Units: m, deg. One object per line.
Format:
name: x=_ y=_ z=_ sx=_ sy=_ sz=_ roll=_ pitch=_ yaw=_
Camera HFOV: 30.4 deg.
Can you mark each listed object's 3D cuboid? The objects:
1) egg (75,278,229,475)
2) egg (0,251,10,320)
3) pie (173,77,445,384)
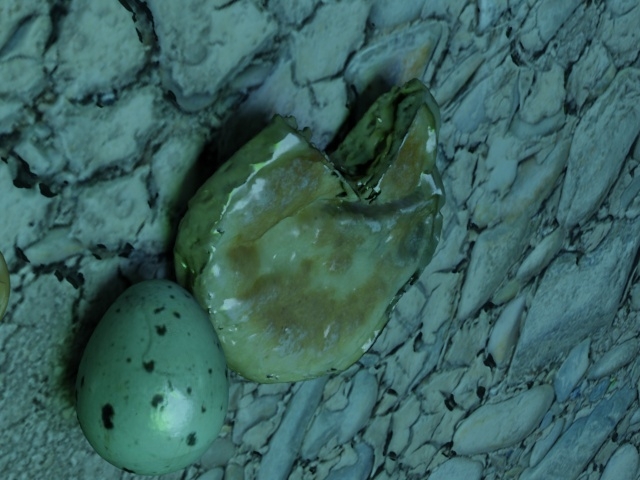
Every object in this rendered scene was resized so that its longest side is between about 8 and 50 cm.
egg: x=-0.138 y=0.113 z=0.982 sx=0.131 sy=0.131 sz=0.164 roll=5 pitch=92 yaw=-48
egg: x=-0.259 y=0.036 z=0.848 sx=0.071 sy=0.071 sz=0.083 roll=19 pitch=95 yaw=-50
pie: x=0.000 y=0.000 z=1.097 sx=0.337 sy=0.075 sz=0.337 roll=-29 pitch=137 yaw=-32
